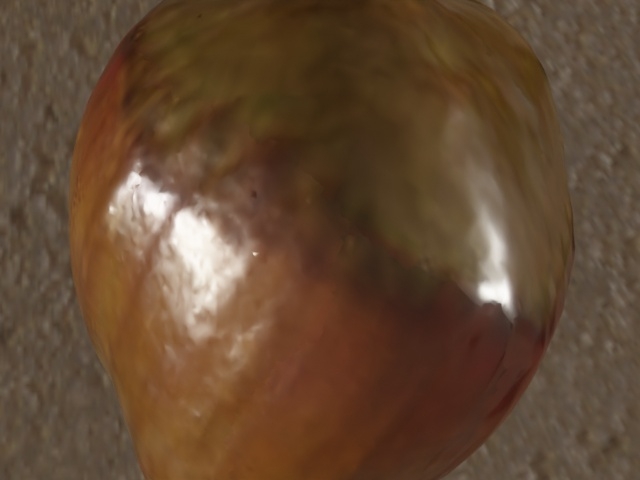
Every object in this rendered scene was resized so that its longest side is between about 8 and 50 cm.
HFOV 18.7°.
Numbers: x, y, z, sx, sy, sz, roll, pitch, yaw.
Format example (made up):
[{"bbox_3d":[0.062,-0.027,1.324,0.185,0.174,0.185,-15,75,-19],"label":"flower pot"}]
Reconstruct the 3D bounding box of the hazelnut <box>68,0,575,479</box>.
[{"bbox_3d":[-0.010,-0.003,0.688,0.210,0.210,0.186,-28,126,5],"label":"hazelnut"}]
